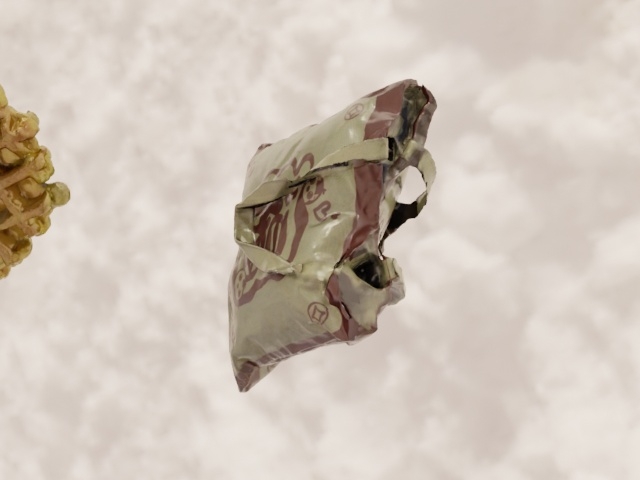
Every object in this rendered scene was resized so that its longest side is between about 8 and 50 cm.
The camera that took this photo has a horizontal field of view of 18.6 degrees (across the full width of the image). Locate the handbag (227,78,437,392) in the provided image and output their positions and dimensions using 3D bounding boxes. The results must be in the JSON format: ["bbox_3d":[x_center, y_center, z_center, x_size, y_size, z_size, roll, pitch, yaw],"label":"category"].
[{"bbox_3d":[0.000,0.000,1.509,0.235,0.127,0.213,-20,55,57],"label":"handbag"}]

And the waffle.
[{"bbox_3d":[-0.265,-0.049,1.323,0.191,0.038,0.191,6,120,11],"label":"waffle"}]
